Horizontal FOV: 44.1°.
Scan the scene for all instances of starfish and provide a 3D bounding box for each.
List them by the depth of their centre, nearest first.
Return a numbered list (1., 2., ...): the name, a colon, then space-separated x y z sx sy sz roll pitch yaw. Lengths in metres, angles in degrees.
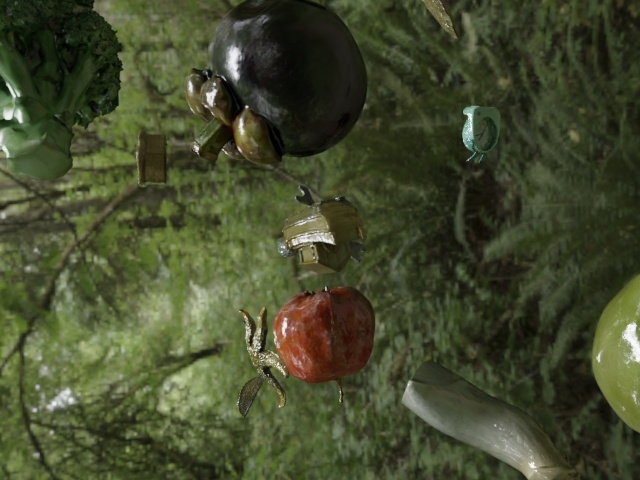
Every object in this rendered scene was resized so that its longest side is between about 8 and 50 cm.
1. starfish: -0.102 0.229 1.540 0.176 0.053 0.208 16 127 58

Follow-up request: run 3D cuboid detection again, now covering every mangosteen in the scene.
1. mangosteen: -0.080 -0.230 1.228 0.275 0.302 0.275 45 169 11

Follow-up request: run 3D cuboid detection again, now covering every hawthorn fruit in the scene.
1. hawthorn fruit: 0.017 0.240 1.794 0.242 0.242 0.271 154 106 -84

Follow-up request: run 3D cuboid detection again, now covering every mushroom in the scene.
1. mushroom: 0.368 0.405 1.703 0.126 0.397 0.177 -65 -14 12

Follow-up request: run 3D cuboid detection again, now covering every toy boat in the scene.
1. toy boat: -0.362 -0.175 1.708 0.188 0.061 0.116 175 97 -80
2. toy boat: 0.000 0.000 1.829 0.445 0.136 0.162 157 101 -75

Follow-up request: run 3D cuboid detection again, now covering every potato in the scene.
1. potato: -0.153 0.324 1.662 0.093 0.036 0.037 -63 -2 -10

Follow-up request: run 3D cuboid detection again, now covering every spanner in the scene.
1. spanner: 0.025 -0.044 2.072 0.054 0.254 0.015 -47 5 -34

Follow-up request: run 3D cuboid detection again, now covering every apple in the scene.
1. apple: 0.718 0.220 1.584 0.357 0.357 0.357 177 90 -84

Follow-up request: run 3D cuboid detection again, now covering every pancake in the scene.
1. pancake: 0.227 -0.516 1.660 0.212 0.029 0.235 60 -168 26

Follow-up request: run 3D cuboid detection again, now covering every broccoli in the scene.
1. broccoli: -0.366 -0.196 0.991 0.270 0.270 0.270 98 156 -61

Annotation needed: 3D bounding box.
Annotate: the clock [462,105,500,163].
1. clock: 0.378 -0.250 1.877 0.041 0.101 0.135 14 102 51
